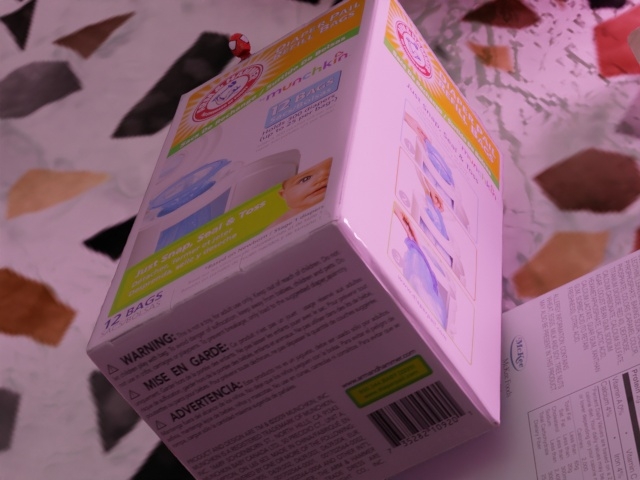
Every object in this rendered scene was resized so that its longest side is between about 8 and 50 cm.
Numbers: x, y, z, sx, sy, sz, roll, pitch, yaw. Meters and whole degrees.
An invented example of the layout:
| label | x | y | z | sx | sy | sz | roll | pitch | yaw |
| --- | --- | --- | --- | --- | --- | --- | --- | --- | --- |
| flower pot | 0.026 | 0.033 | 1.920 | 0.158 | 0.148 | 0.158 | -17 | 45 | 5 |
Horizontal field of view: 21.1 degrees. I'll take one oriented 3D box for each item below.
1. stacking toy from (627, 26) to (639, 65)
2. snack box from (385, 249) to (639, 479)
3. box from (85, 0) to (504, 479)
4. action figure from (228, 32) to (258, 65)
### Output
| label | x | y | z | sx | sy | sz | roll | pitch | yaw |
| --- | --- | --- | --- | --- | --- | --- | --- | --- | --- |
| stacking toy | 0.287 | -0.040 | 0.710 | 0.279 | 0.130 | 0.309 | -31 | 38 | 27 |
| snack box | 0.119 | 0.146 | 0.561 | 0.187 | 0.060 | 0.322 | -27 | 43 | 25 |
| box | 0.000 | 0.000 | 0.682 | 0.114 | 0.103 | 0.203 | -28 | 25 | 22 |
| action figure | -0.022 | -0.069 | 0.859 | 0.038 | 0.030 | 0.115 | -31 | 45 | -2 |
